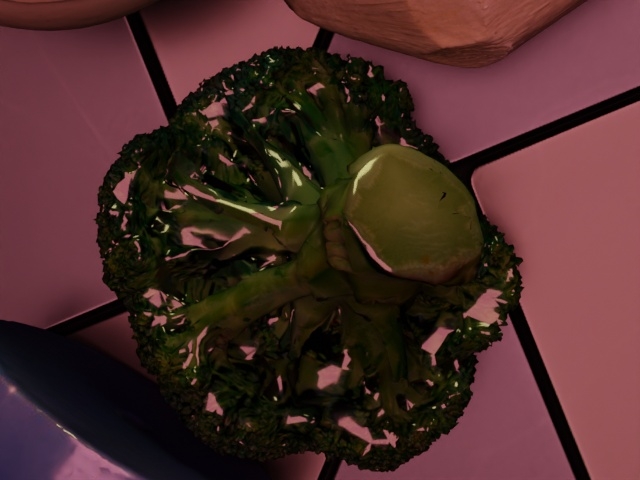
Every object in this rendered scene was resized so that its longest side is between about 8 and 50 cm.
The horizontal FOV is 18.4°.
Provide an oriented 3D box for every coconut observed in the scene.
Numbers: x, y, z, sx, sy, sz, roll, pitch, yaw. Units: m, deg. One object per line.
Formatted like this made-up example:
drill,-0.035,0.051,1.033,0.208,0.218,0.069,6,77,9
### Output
coconut,0.085,-0.234,1.300,0.266,0.237,0.237,-29,90,0

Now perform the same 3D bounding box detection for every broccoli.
broccoli,0.000,0.000,1.300,0.297,0.297,0.297,6,71,-17

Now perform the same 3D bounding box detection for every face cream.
face cream,-0.183,0.210,1.341,0.249,0.249,0.225,33,95,3

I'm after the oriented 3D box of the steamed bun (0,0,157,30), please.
steamed bun,-0.181,-0.322,1.270,0.334,0.334,0.374,6,73,5
